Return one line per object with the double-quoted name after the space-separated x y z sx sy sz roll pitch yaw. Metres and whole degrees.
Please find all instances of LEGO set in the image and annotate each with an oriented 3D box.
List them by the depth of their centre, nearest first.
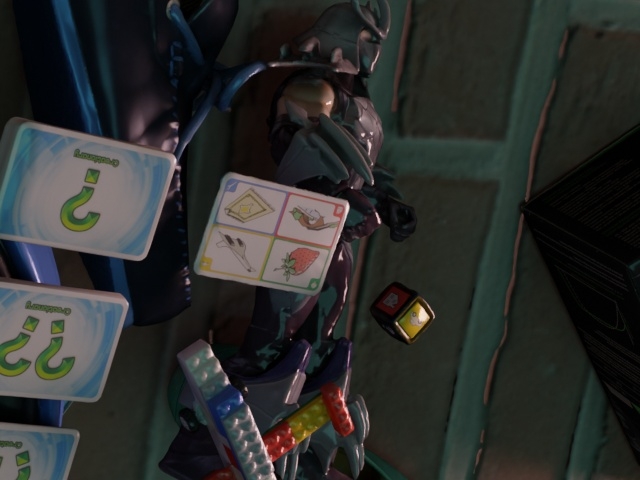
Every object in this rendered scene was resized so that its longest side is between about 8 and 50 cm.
-0.049 0.060 0.648 0.244 0.060 0.182 12 101 -40 "LEGO set"

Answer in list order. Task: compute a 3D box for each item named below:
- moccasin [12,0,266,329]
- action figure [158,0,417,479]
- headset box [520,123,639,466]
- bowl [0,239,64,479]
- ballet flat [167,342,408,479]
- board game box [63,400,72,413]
-0.090 -0.119 0.751 0.117 0.138 0.342 -14 113 -22 "moccasin"
0.000 0.000 0.791 0.099 0.185 0.285 12 92 19 "action figure"
0.311 0.041 0.971 0.246 0.131 0.283 -34 117 -9 "headset box"
-0.294 0.070 0.600 0.391 0.077 0.391 -7 109 -20 "bowl"
0.001 0.159 0.909 0.083 0.087 0.247 -47 118 -2 "ballet flat"
-0.279 0.032 0.719 0.275 0.144 0.142 38 90 -29 "board game box"
